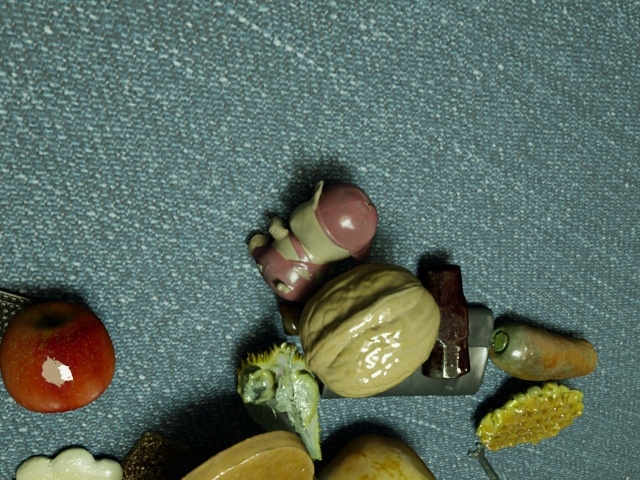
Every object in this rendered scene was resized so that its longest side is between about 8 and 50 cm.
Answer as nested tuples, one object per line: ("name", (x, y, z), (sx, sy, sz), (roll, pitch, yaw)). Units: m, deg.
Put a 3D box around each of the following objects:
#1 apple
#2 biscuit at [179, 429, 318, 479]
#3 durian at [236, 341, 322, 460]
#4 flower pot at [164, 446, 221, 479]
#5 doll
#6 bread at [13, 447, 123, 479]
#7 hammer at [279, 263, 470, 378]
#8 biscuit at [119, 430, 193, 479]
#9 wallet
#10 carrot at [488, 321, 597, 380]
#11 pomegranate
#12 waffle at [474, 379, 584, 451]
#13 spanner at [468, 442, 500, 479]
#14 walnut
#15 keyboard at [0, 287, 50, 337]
("apple", (-0.450, 0.200, 0.954), (0.181, 0.181, 0.168), (1, 113, -18))
("biscuit", (-0.175, 0.544, 1.099), (0.385, 0.062, 0.365), (-34, 132, -13))
("durian", (-0.083, 0.316, 1.147), (0.172, 0.166, 0.306), (-11, 122, -11))
("flower pot", (-0.248, 0.550, 1.193), (0.235, 0.148, 0.235), (-16, 122, -27))
("doll", (-0.002, -0.003, 1.046), (0.256, 0.152, 0.196), (-42, 152, 20))
("bread", (-0.537, 0.522, 1.151), (0.251, 0.039, 0.181), (-10, 111, -7))
("hammer", (0.118, 0.167, 1.141), (0.409, 0.095, 0.242), (2, 85, -17))
("biscuit", (-0.394, 0.526, 1.219), (0.131, 0.025, 0.230), (33, 100, -27))
("wallet", (0.199, 0.253, 1.260), (0.406, 0.062, 0.228), (4, 104, -20))
("carrot", (0.544, 0.280, 1.355), (0.302, 0.138, 0.138), (12, 108, -22))
("pomegranate", (0.144, 0.627, 1.267), (0.343, 0.342, 0.342), (-7, 114, -15))
("waffle", (0.547, 0.469, 1.445), (0.301, 0.058, 0.281), (15, 126, -30))
("spanner", (0.479, 0.652, 1.560), (0.054, 0.015, 0.254), (-34, 118, 1))
("walnut", (0.085, 0.158, 0.994), (0.261, 0.225, 0.224), (-29, 118, -11))
("keyboard", (-0.578, 0.126, 0.989), (0.310, 0.018, 0.100), (23, 105, -25))
